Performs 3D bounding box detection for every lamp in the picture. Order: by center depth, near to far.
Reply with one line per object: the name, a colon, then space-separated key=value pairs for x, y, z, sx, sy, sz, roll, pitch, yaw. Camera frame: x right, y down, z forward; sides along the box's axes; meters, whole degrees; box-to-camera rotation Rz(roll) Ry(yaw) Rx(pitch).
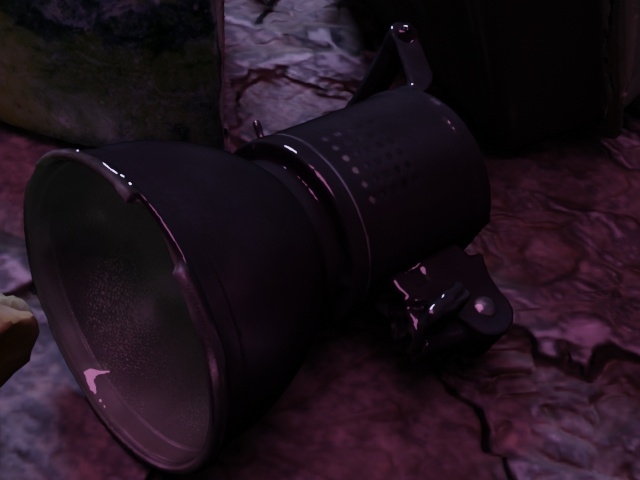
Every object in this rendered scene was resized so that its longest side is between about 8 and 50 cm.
lamp: x=0.000 y=0.000 z=0.461 sx=0.227 sy=0.147 sz=0.172 roll=-24 pitch=67 yaw=-36

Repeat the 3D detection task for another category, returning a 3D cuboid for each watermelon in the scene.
watermelon: x=-0.134 y=-0.204 z=0.597 sx=0.213 sy=0.261 sz=0.201 roll=9 pitch=19 yaw=6

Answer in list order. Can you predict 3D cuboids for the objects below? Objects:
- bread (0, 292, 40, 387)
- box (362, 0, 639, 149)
bread: x=-0.263 y=0.009 z=0.366 sx=0.252 sy=0.196 sz=0.238 roll=-24 pitch=55 yaw=-30
box: x=0.108 y=-0.213 z=0.605 sx=0.166 sy=0.220 sz=0.290 roll=-30 pitch=55 yaw=-4
